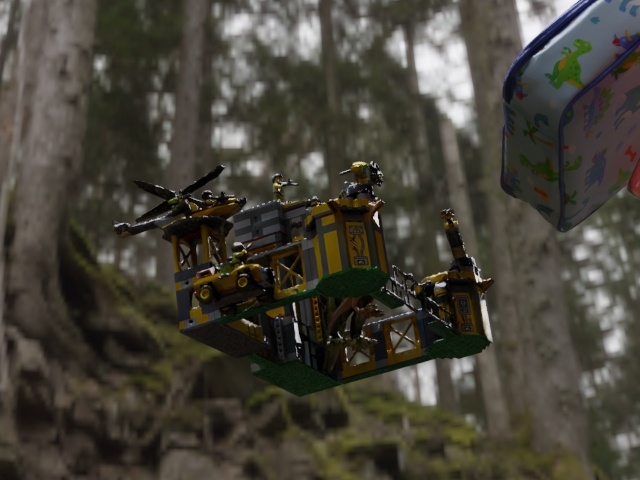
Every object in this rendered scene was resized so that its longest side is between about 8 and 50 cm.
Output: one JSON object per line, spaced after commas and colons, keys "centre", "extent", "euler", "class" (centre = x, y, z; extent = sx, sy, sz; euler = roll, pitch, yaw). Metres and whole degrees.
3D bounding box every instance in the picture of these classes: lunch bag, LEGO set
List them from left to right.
{"centre": [0.000, 0.000, 1.637], "extent": [0.255, 0.192, 0.331], "euler": [-22, -26, 30], "class": "LEGO set"}
{"centre": [0.245, -0.122, 1.639], "extent": [0.176, 0.090, 0.219], "euler": [-40, -28, -16], "class": "lunch bag"}

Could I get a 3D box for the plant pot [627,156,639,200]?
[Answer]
{"centre": [0.396, -0.089, 1.490], "extent": [0.275, 0.275, 0.243], "euler": [31, -83, -27], "class": "plant pot"}
